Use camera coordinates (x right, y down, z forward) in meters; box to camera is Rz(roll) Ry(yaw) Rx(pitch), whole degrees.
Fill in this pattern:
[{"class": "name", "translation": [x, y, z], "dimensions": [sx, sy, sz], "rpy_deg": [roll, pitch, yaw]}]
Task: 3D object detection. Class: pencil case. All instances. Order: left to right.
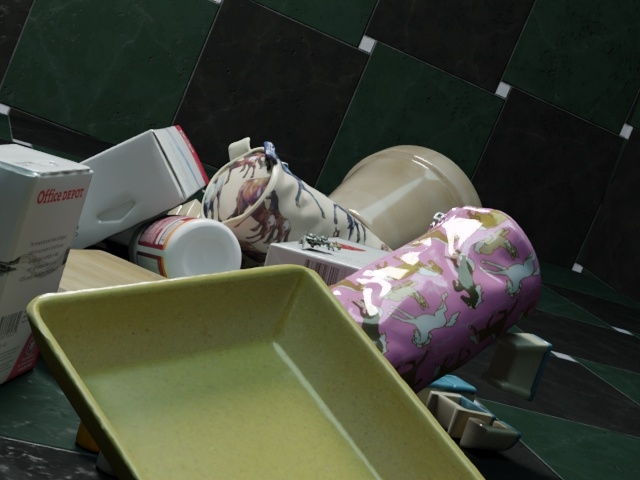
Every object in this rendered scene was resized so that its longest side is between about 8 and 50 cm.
[{"class": "pencil case", "translation": [-0.006, 0.001, 2.109], "dimensions": [0.160, 0.183, 0.410], "rpy_deg": [-17, -42, 40]}, {"class": "pencil case", "translation": [0.096, 0.095, 1.558], "dimensions": [0.386, 0.160, 0.167], "rpy_deg": [-29, 39, -35]}]

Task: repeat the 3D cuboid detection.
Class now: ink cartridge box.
[{"class": "ink cartridge box", "translation": [-0.338, 0.024, 1.321], "dimensions": [0.100, 0.237, 0.172], "rpy_deg": [19, 8, 7]}, {"class": "ink cartridge box", "translation": [-0.322, -0.088, 2.104], "dimensions": [0.226, 0.131, 0.306], "rpy_deg": [-25, 3, 3]}]

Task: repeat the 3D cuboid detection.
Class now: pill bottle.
[{"class": "pill bottle", "translation": [-0.216, 0.021, 1.958], "dimensions": [0.121, 0.121, 0.221], "rpy_deg": [14, -2, -26]}]

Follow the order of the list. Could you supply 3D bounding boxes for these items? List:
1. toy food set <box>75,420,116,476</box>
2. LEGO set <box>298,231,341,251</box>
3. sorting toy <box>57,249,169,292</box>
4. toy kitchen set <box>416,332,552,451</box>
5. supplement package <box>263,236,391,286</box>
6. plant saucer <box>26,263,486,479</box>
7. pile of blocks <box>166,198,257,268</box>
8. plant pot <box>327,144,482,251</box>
[{"class": "toy food set", "translation": [-0.114, 0.183, 1.213], "dimensions": [0.232, 0.104, 0.111], "rpy_deg": [18, 8, 0]}, {"class": "LEGO set", "translation": [-0.002, -0.001, 1.728], "dimensions": [0.054, 0.023, 0.083], "rpy_deg": [14, 8, 11]}, {"class": "sorting toy", "translation": [-0.255, 0.095, 1.561], "dimensions": [0.257, 0.089, 0.255], "rpy_deg": [21, 8, 24]}, {"class": "toy kitchen set", "translation": [0.220, 0.182, 1.739], "dimensions": [0.122, 0.166, 0.207], "rpy_deg": [12, 10, -37]}, {"class": "supplement package", "translation": [0.035, 0.101, 1.820], "dimensions": [0.177, 0.175, 0.293], "rpy_deg": [15, 6, 17]}, {"class": "plant saucer", "translation": [-0.051, 0.173, 1.079], "dimensions": [0.333, 0.081, 0.333], "rpy_deg": [-6, 47, -46]}, {"class": "pile of blocks", "translation": [-0.131, 0.033, 2.309], "dimensions": [0.362, 0.149, 0.112], "rpy_deg": [11, 49, 18]}, {"class": "plant pot", "translation": [0.113, -0.003, 2.436], "dimensions": [0.323, 0.323, 0.280], "rpy_deg": [22, 25, 28]}]
